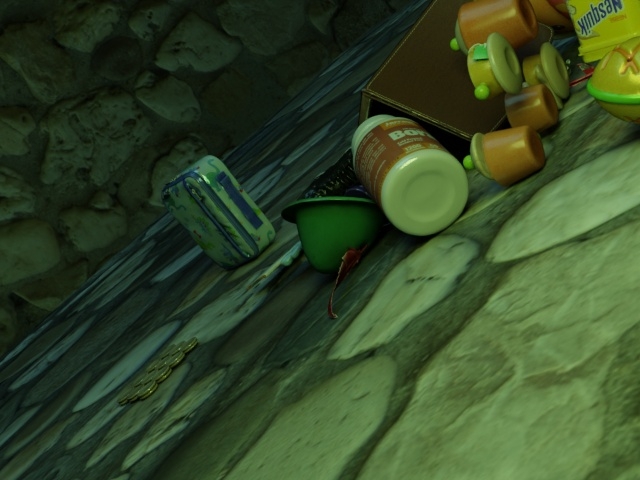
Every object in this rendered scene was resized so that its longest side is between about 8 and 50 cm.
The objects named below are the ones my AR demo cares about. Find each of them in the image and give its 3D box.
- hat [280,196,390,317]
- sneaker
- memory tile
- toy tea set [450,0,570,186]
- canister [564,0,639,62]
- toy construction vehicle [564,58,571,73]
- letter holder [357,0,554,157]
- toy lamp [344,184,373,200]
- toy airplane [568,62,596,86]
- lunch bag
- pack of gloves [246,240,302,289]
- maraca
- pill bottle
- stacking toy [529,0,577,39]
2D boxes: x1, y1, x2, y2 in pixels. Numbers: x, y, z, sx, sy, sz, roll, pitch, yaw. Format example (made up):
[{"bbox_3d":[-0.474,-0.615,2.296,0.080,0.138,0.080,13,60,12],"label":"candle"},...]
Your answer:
[{"bbox_3d":[0.023,0.043,1.530,0.173,0.183,0.208,-12,-17,39],"label":"hat"},{"bbox_3d":[0.032,-0.092,1.904,0.121,0.079,0.217,-51,10,-37],"label":"sneaker"},{"bbox_3d":[-0.269,0.217,1.747,0.113,0.012,0.148,-23,20,50],"label":"memory tile"},{"bbox_3d":[0.239,-0.208,1.450,0.124,0.200,0.336,-19,26,32],"label":"toy tea set"},{"bbox_3d":[0.397,-0.346,1.471,0.073,0.170,0.126,-30,13,-31],"label":"canister"},{"bbox_3d":[0.345,-0.244,1.671,0.098,0.035,0.086,-41,20,-24],"label":"toy construction vehicle"},{"bbox_3d":[0.220,-0.233,1.667,0.302,0.214,0.152,-55,-19,-34],"label":"letter holder"},{"bbox_3d":[0.144,-0.137,1.728,0.080,0.080,0.274,-21,22,52],"label":"toy lamp"},{"bbox_3d":[0.402,-0.240,1.481,0.151,0.028,0.151,-23,11,5],"label":"toy airplane"},{"bbox_3d":[-0.199,-0.053,2.048,0.090,0.219,0.176,-47,16,-33],"label":"lunch bag"},{"bbox_3d":[0.000,0.000,1.762,0.232,0.046,0.195,-42,1,-33],"label":"pack of gloves"},{"bbox_3d":[0.390,-0.180,1.165,0.186,0.099,0.127,-1,31,25],"label":"maraca"},{"bbox_3d":[0.114,-0.101,1.462,0.121,0.121,0.216,-37,28,3],"label":"pill bottle"},{"bbox_3d":[0.466,-0.445,1.567,0.350,0.350,0.480,-39,27,-4],"label":"stacking toy"}]
